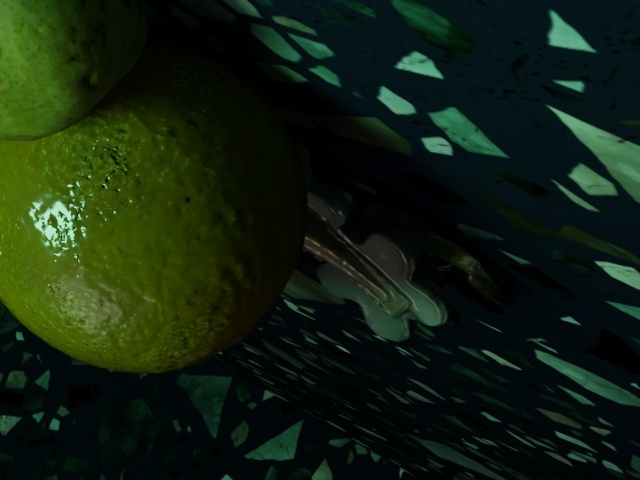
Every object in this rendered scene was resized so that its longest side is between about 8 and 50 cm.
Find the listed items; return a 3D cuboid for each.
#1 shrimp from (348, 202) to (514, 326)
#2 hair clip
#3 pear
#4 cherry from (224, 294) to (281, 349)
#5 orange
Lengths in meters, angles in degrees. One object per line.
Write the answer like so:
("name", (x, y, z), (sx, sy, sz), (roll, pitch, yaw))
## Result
("shrimp", (0.108, 0.033, 1.361), (0.150, 0.051, 0.217), (12, 157, 36))
("hair clip", (0.004, -0.005, 1.290), (0.257, 0.075, 0.146), (36, 145, -6))
("pear", (-0.207, -0.158, 0.967), (0.178, 0.178, 0.178), (27, 169, 6))
("cherry", (-0.151, 0.034, 1.610), (0.213, 0.184, 0.266), (6, -157, -24))
("orange", (-0.145, -0.031, 1.135), (0.274, 0.274, 0.274), (27, 169, 6))
